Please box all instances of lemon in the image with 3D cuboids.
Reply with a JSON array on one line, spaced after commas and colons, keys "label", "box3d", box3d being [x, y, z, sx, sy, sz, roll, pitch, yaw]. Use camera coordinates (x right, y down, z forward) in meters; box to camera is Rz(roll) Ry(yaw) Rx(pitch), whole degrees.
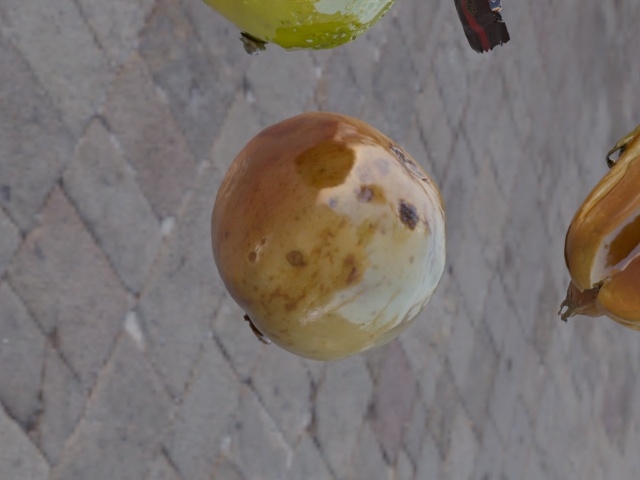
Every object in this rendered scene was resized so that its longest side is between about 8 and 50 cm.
[{"label": "lemon", "box3d": [-0.007, -0.238, 0.947, 0.206, 0.173, 0.173, -53, 150, -2]}]

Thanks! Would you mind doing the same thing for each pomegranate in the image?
[{"label": "pomegranate", "box3d": [0.000, 0.000, 1.079, 0.215, 0.215, 0.215, 1, 90, -65]}]

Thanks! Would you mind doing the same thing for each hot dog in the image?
[{"label": "hot dog", "box3d": [0.228, -0.045, 0.637, 0.109, 0.269, 0.072, 54, 5, 17]}]

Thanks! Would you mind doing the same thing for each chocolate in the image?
[{"label": "chocolate", "box3d": [0.148, -0.282, 1.303, 0.028, 0.086, 0.182, -19, 98, -21]}]
